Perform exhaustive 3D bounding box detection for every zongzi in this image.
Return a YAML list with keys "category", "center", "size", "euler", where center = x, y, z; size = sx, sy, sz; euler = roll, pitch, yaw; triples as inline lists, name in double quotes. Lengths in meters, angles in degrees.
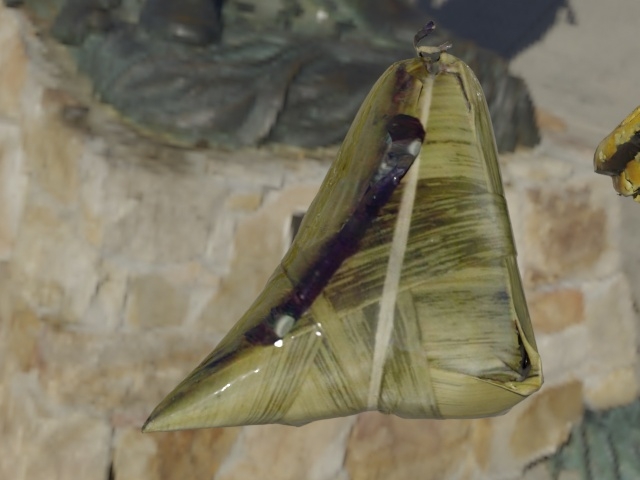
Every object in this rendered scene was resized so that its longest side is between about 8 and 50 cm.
- category: "zongzi"
  center: [0.000, -0.003, 0.786]
  size: [0.204, 0.094, 0.205]
  euler: [-5, 72, -11]

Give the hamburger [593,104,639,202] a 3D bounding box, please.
- category: "hamburger"
  center: [0.251, -0.058, 0.886]
  size: [0.131, 0.159, 0.185]
  euler: [44, 51, 7]
